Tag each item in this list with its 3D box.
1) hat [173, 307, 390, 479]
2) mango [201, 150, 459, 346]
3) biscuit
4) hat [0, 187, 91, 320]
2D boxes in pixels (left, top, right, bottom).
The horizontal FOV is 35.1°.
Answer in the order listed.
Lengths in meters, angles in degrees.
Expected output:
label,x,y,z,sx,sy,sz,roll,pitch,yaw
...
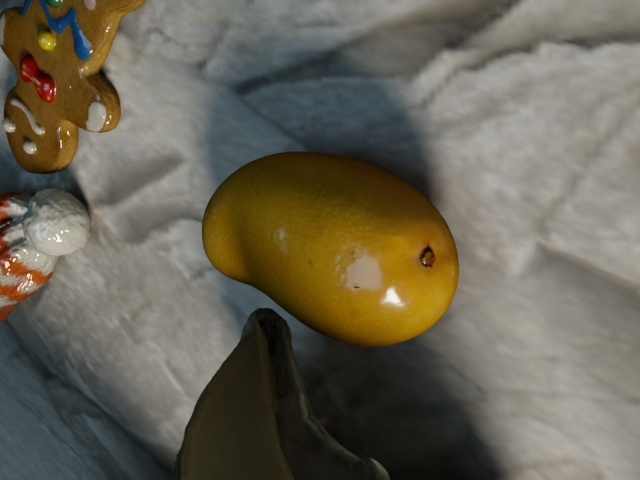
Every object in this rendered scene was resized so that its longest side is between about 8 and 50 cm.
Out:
label,x,y,z,sx,sy,sz,roll,pitch,yaw
hat,-0.006,0.160,0.518,0.214,0.244,0.149,41,122,6
mango,0.000,0.000,0.565,0.184,0.084,0.102,18,122,48
biscuit,-0.190,-0.131,0.723,0.138,0.031,0.205,44,128,22
hat,-0.238,0.003,0.780,0.162,0.093,0.112,-18,101,24
